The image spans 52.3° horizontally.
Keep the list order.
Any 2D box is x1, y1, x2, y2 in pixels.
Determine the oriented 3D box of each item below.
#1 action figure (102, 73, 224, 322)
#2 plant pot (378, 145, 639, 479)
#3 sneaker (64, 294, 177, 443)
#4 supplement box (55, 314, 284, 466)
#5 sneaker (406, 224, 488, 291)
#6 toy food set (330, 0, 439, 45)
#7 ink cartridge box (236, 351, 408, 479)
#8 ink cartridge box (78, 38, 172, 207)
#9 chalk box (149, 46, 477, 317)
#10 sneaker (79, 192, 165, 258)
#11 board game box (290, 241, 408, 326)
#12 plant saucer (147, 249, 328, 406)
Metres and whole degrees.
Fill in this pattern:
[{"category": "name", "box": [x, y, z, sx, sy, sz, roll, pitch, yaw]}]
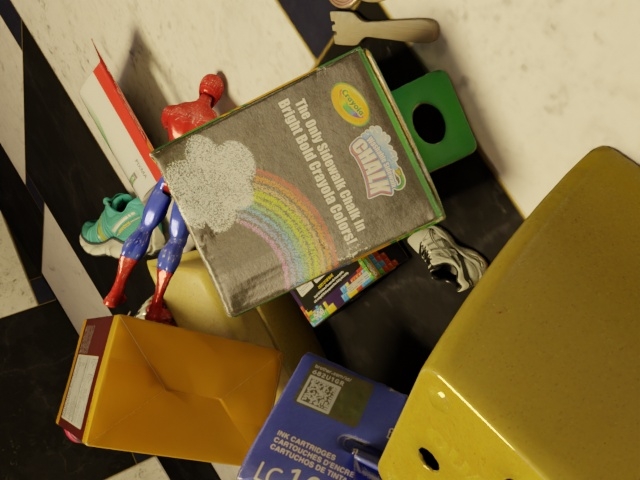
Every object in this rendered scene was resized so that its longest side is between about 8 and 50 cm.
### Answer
[{"category": "action figure", "box": [-0.160, -0.055, 0.769, 0.092, 0.139, 0.280, 20, 97, 4]}, {"category": "plant pot", "box": [0.157, 0.111, 0.391, 0.212, 0.187, 0.212, 44, 147, 26]}, {"category": "sneaker", "box": [-0.281, 0.178, 0.967, 0.120, 0.112, 0.299, 63, -166, -16]}, {"category": "supplement box", "box": [-0.177, 0.171, 0.753, 0.194, 0.191, 0.129, -14, 62, 59]}, {"category": "sneaker", "box": [0.098, 0.013, 0.546, 0.083, 0.037, 0.031, 33, 142, 41]}, {"category": "toy food set", "box": [0.020, -0.227, 0.454, 0.132, 0.039, 0.192, 22, 133, 47]}, {"category": "ink cartridge box", "box": [0.061, 0.281, 0.635, 0.270, 0.151, 0.395, 22, 137, 12]}, {"category": "ink cartridge box", "box": [-0.272, -0.145, 0.892, 0.181, 0.056, 0.225, 60, 170, 2]}, {"category": "chalk box", "box": [0.007, -0.053, 0.497, 0.132, 0.213, 0.132, -78, -37, -85]}, {"category": "sneaker", "box": [-0.348, -0.029, 1.155, 0.275, 0.107, 0.109, 1, 97, 51]}, {"category": "board game box", "box": [0.000, 0.000, 0.673, 0.141, 0.048, 0.170, 58, 151, 8]}, {"category": "plant saucer", "box": [-0.091, 0.150, 0.909, 0.333, 0.081, 0.332, -10, 108, 59]}]
